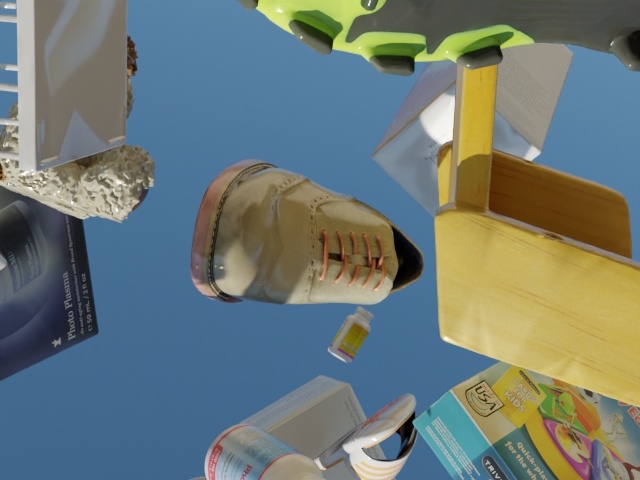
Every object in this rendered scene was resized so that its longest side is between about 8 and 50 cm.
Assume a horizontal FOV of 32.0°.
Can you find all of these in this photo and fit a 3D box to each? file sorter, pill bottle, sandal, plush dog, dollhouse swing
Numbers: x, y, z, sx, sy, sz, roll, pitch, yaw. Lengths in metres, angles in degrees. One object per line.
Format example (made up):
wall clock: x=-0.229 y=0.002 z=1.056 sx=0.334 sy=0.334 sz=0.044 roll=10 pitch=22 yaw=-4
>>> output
file sorter: x=-0.310 y=-0.227 z=1.115 sx=0.173 sy=0.278 sz=0.193 roll=7 pitch=-165 yaw=16
pill bottle: x=-0.052 y=0.266 z=1.226 sx=0.087 sy=0.087 sz=0.160 roll=-13 pitch=-161 yaw=-34
sandal: x=0.073 y=0.268 z=1.429 sx=0.102 sy=0.265 sz=0.076 roll=-36 pitch=-97 yaw=-26
pill bottle: x=0.050 y=0.145 z=1.728 sx=0.043 sy=0.083 sz=0.043 roll=31 pitch=172 yaw=5
plush dog: x=-0.302 y=-0.157 z=1.346 sx=0.210 sy=0.226 sz=0.262 roll=22 pitch=173 yaw=-24
dollhouse swing: x=0.240 y=-0.071 z=1.050 sx=0.315 sy=0.305 sz=0.347 roll=18 pitch=-165 yaw=2

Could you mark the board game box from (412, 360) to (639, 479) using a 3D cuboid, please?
board game box: x=0.297 y=0.238 z=1.291 sx=0.336 sy=0.079 sz=0.254 roll=-19 pitch=-113 yaw=-47

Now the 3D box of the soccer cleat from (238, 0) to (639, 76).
soccer cleat: x=0.072 y=-0.141 z=0.496 sx=0.289 sy=0.093 sz=0.121 roll=2 pitch=-129 yaw=-21

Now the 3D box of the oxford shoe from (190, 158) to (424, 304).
oxford shoe: x=0.000 y=0.000 z=1.121 sx=0.146 sy=0.141 sz=0.397 roll=12 pitch=-174 yaw=21

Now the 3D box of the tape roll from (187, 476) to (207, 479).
tape roll: x=-0.108 y=0.444 z=1.455 sx=0.246 sy=0.246 sz=0.169 roll=20 pitch=-125 yaw=9

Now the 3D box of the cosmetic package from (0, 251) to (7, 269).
cosmetic package: x=-0.308 y=-0.003 z=0.626 sx=0.183 sy=0.151 sz=0.151 roll=-38 pitch=-101 yaw=-11

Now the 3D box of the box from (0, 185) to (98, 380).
box: x=-0.508 y=0.045 z=1.657 sx=0.182 sy=0.296 sz=0.294 roll=10 pitch=-156 yaw=36

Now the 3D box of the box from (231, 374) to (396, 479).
box: x=-0.016 y=0.320 z=1.623 sx=0.181 sy=0.181 sz=0.119 roll=-28 pitch=-170 yaw=-19

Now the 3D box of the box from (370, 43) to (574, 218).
box: x=0.252 y=-0.218 z=1.792 sx=0.168 sy=0.215 sz=0.345 roll=42 pitch=-143 yaw=-9
